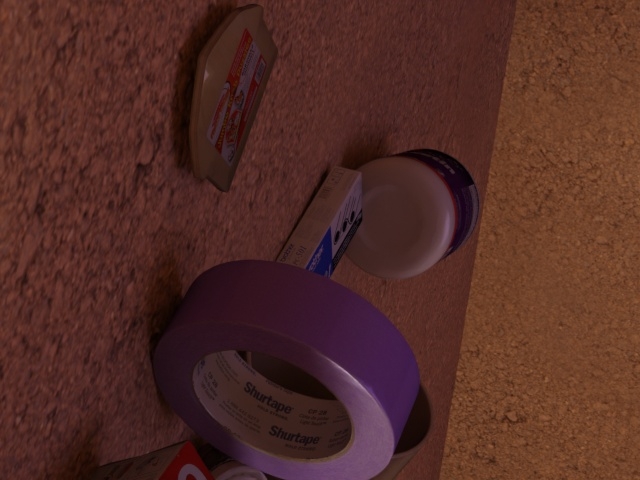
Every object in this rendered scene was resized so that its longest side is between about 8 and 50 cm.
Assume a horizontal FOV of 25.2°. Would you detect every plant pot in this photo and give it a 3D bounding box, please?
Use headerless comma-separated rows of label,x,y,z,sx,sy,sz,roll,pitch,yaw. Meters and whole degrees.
plant pot,-0.023,0.285,1.870,0.274,0.256,0.256,-64,173,31

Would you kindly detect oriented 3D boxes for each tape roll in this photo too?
tape roll,-0.037,0.146,1.530,0.274,0.275,0.090,89,21,-50

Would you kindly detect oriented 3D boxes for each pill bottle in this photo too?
pill bottle,0.143,-0.048,2.208,0.323,0.182,0.181,-24,128,-73

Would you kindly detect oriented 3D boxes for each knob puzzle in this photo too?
knob puzzle,-0.102,-0.155,1.457,0.213,0.030,0.213,17,90,-76

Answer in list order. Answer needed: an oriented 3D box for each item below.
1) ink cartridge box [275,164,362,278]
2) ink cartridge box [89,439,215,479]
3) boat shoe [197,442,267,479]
ink cartridge box,0.000,0.000,1.970,0.097,0.046,0.207,87,25,-45
ink cartridge box,-0.164,0.393,1.342,0.271,0.130,0.309,59,32,-17
boat shoe,-0.140,0.407,1.764,0.097,0.117,0.324,35,-61,57
